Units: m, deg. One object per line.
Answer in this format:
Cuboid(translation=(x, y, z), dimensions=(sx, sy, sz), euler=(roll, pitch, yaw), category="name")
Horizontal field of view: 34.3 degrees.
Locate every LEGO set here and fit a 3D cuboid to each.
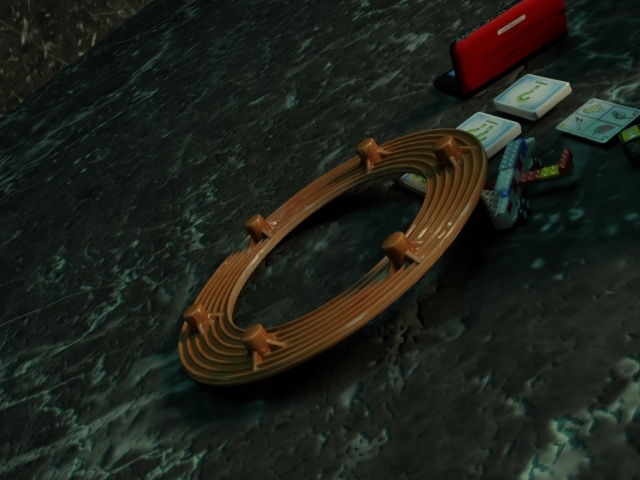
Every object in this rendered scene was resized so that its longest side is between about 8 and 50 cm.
Cuboid(translation=(0.184, -0.093, 0.950), dimensions=(0.182, 0.060, 0.244), euler=(-38, 27, -8), category="LEGO set")

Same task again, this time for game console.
Cuboid(translation=(0.193, -0.230, 1.159), dimensions=(0.144, 0.124, 0.085), euler=(-33, 52, -6), category="game console")

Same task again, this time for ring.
Cuboid(translation=(0.000, 0.000, 0.940), dimensions=(0.336, 0.032, 0.336), euler=(-32, 21, 14), category="ring")
